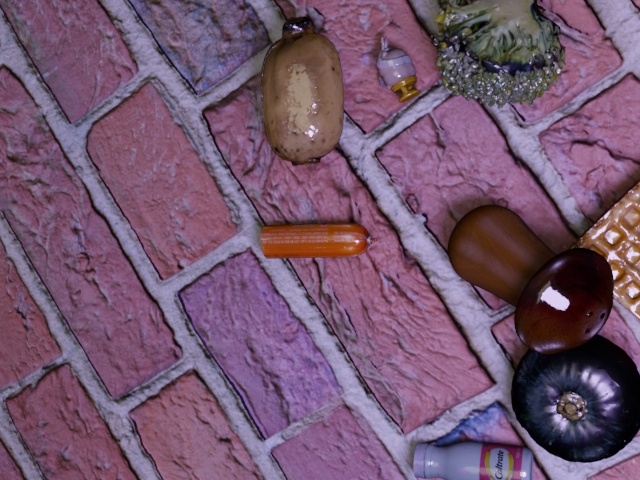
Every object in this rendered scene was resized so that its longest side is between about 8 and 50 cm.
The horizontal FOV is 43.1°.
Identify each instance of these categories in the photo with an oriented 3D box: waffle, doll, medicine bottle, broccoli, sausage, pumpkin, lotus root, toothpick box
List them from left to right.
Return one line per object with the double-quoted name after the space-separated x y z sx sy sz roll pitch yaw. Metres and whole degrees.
-0.036 -0.288 1.566 0.160 0.146 0.284 -5 99 -1 "lotus root"
0.000 0.000 1.608 0.234 0.071 0.071 -2 93 18 "sausage"
0.138 -0.325 1.548 0.084 0.073 0.127 -28 86 49 "doll"
0.288 0.426 1.529 0.217 0.090 0.090 1 94 18 "medicine bottle"
0.318 -0.343 1.467 0.243 0.273 0.180 17 143 7 "broccoli"
0.359 0.060 1.389 0.192 0.192 0.294 -59 42 12 "toothpick box"
0.454 0.274 1.429 0.233 0.163 0.232 1 92 22 "pumpkin"
0.611 -0.017 1.400 0.213 0.091 0.308 45 106 10 "waffle"
